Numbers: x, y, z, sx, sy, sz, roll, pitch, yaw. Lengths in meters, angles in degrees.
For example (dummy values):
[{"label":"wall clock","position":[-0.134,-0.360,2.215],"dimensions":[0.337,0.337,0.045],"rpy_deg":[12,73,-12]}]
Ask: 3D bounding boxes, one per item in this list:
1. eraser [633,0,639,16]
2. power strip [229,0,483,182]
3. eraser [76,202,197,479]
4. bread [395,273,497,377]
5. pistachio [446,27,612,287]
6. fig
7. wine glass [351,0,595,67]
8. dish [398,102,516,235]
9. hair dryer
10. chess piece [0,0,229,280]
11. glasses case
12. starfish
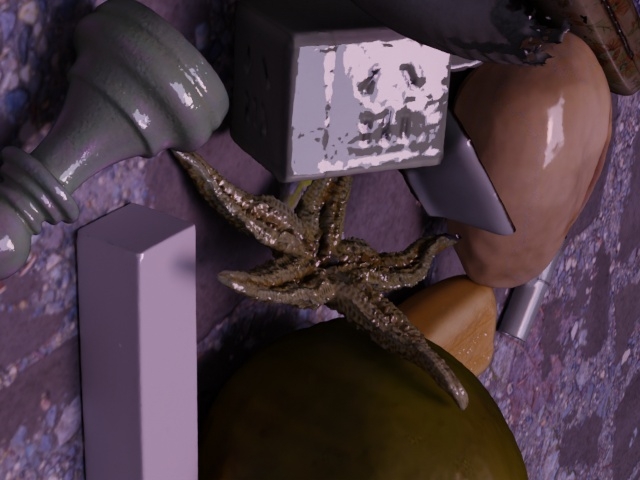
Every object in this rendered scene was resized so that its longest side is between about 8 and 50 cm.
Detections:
[{"label":"eraser","position":[0.400,-0.350,2.055],"dimensions":[0.287,0.086,0.130],"rpy_deg":[34,79,-59]},{"label":"power strip","position":[0.042,-0.146,1.458],"dimensions":[0.224,0.139,0.140],"rpy_deg":[-7,114,-25]},{"label":"eraser","position":[-0.162,0.121,1.434],"dimensions":[0.078,0.076,0.298],"rpy_deg":[-30,131,-47]},{"label":"bread","position":[0.120,0.125,1.860],"dimensions":[0.217,0.098,0.147],"rpy_deg":[-31,133,-49]},{"label":"pistachio","position":[0.237,-0.099,1.841],"dimensions":[0.187,0.187,0.299],"rpy_deg":[-24,127,-51]},{"label":"fig","position":[0.053,0.245,1.586],"dimensions":[0.343,0.343,0.343],"rpy_deg":[-34,133,-45]},{"label":"wine glass","position":[0.059,-0.257,1.308],"dimensions":[0.190,0.357,0.191],"rpy_deg":[-36,134,-48]},{"label":"dish","position":[0.097,-0.116,1.624],"dimensions":[0.080,0.243,0.182],"rpy_deg":[-29,143,5]},{"label":"hair dryer","position":[0.246,0.040,2.080],"dimensions":[0.183,0.044,0.155],"rpy_deg":[26,83,-54]},{"label":"chess piece","position":[-0.205,-0.054,1.244],"dimensions":[0.272,0.139,0.139],"rpy_deg":[-48,144,-15]},{"label":"glasses case","position":[0.282,-0.299,1.824],"dimensions":[0.098,0.156,0.425],"rpy_deg":[-45,147,1]},{"label":"starfish","position":[-0.003,0.001,1.522],"dimensions":[0.078,0.357,0.347],"rpy_deg":[-46,-162,33]}]
